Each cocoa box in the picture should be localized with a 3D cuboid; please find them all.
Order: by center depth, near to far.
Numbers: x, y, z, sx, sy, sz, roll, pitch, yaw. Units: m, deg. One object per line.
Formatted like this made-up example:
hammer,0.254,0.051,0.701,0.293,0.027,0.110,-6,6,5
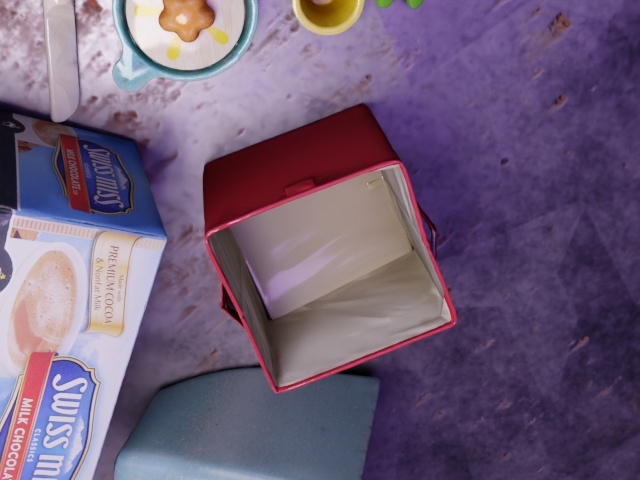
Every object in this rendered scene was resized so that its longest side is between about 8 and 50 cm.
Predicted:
cocoa box,-0.308,0.076,0.906,0.228,0.231,0.347,11,113,-23

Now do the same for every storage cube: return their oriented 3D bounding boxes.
storage cube,0.000,0.000,0.954,0.215,0.193,0.183,-21,114,2

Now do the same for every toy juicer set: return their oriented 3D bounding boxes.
toy juicer set,-0.139,-0.247,0.884,0.329,0.089,0.209,-20,115,1

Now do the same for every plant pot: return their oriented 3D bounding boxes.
plant pot,-0.088,0.280,1.045,0.252,0.248,0.247,13,112,4

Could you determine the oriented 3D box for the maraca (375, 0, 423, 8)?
maraca,0.102,-0.299,0.891,0.127,0.099,0.185,-6,133,-34
